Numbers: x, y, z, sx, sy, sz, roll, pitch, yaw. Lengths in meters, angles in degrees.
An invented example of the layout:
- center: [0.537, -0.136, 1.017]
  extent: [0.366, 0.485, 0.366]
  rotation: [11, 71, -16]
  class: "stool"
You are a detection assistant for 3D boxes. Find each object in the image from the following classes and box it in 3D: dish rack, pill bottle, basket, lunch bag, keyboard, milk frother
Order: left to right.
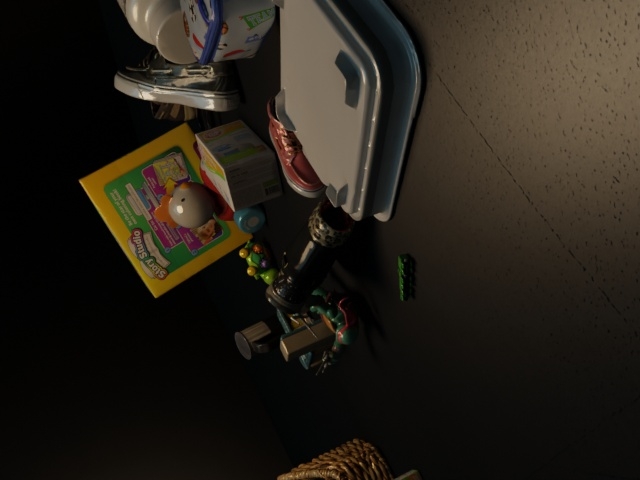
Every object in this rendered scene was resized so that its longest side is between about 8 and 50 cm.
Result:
- center: [-0.311, -0.493, 1.303]
  extent: [0.318, 0.176, 0.176]
  rotation: [58, 161, 28]
  class: "pill bottle"
- center: [-0.297, -0.361, 1.692]
  extent: [0.317, 0.033, 0.201]
  rotation: [86, 162, -49]
  class: "keyboard"
- center: [-0.148, -0.419, 0.940]
  extent: [0.243, 0.115, 0.303]
  rotation: [161, 97, -75]
  class: "lunch bag"
- center: [-0.161, 0.232, 1.833]
  extent: [0.129, 0.135, 0.143]
  rotation: [-20, 94, 60]
  class: "milk frother"
- center: [0.011, -0.193, 0.870]
  extent: [0.285, 0.072, 0.332]
  rotation: [58, 162, 28]
  class: "dish rack"
- center: [0.070, 0.623, 1.466]
  extent: [0.299, 0.223, 0.213]
  rotation: [68, 164, 1]
  class: "basket"

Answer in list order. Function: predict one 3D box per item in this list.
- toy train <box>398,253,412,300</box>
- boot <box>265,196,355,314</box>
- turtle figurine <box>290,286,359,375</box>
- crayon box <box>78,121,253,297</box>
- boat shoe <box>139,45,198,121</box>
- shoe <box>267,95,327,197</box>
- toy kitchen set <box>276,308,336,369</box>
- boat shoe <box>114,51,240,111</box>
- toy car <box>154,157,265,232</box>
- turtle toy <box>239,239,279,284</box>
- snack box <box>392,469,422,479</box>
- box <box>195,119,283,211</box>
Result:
- center: [0.118, 0.052, 0.940]
  extent: [0.023, 0.017, 0.083]
  rotation: [-115, 13, -45]
  class: "toy train"
- center: [0.001, 0.001, 1.111]
  extent: [0.085, 0.236, 0.178]
  rotation: [32, 119, -2]
  class: "boot"
- center: [0.013, 0.142, 1.203]
  extent: [0.234, 0.118, 0.175]
  rotation: [-121, 8, -63]
  class: "turtle figurine"
- center: [-0.406, -0.082, 1.788]
  extent: [0.362, 0.313, 0.106]
  rotation: [62, 166, -16]
  class: "crayon box"
- center: [-0.378, -0.388, 1.630]
  extent: [0.355, 0.130, 0.132]
  rotation: [103, 147, -67]
  class: "boat shoe"
- center: [-0.042, -0.155, 1.088]
  extent: [0.081, 0.064, 0.177]
  rotation: [85, 162, -57]
  class: "shoe"
- center: [-0.057, 0.191, 1.481]
  extent: [0.166, 0.122, 0.207]
  rotation: [61, 162, 23]
  class: "toy kitchen set"
- center: [-0.309, -0.362, 1.452]
  extent: [0.335, 0.121, 0.119]
  rotation: [14, 113, 26]
  class: "boat shoe"
- center: [-0.288, -0.113, 1.613]
  extent: [0.219, 0.238, 0.210]
  rotation: [51, 157, 43]
  class: "toy car"
- center: [-0.152, 0.056, 1.706]
  extent: [0.095, 0.066, 0.130]
  rotation: [-41, -73, -83]
  class: "turtle toy"
- center: [0.165, 0.511, 1.232]
  extent: [0.141, 0.100, 0.037]
  rotation: [64, 164, 12]
  class: "snack box"
- center: [-0.175, -0.163, 1.414]
  extent: [0.203, 0.114, 0.103]
  rotation: [49, 155, 51]
  class: "box"
